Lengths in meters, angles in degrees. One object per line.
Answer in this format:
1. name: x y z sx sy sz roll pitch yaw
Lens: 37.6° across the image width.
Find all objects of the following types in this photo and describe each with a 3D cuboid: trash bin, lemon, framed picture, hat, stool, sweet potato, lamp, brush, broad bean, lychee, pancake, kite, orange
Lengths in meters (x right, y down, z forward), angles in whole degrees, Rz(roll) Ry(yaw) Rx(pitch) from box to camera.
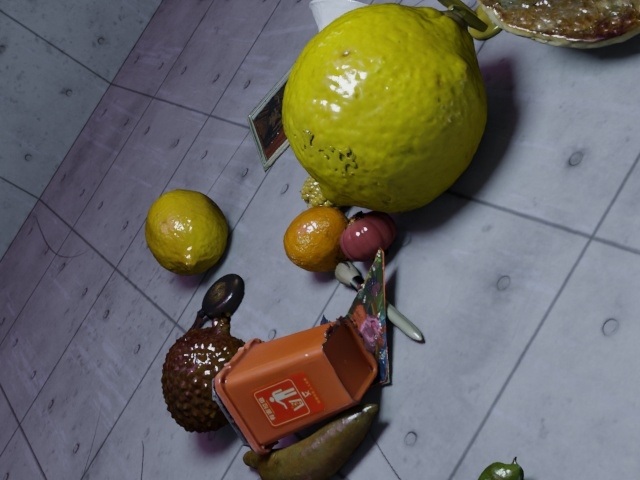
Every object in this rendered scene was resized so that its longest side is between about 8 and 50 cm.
1. trash bin: -0.034 0.223 1.544 0.238 0.161 0.184 -25 11 29
2. lemon: 0.115 -0.233 1.616 0.387 0.349 0.350 -58 31 7
3. framed picture: -0.093 -0.310 2.278 0.216 0.016 0.273 -46 33 17
4. hat: 0.061 -0.444 2.059 0.203 0.203 0.126 17 96 58
5. stool: 0.294 -0.453 1.776 0.135 0.110 0.134 -7 56 51
6. sweet potato: -0.032 0.357 1.543 0.346 0.079 0.108 -29 18 42
7. lamp: 0.086 -0.007 1.682 0.107 0.092 0.107 -32 5 3
8. brush: 0.098 0.101 1.623 0.042 0.039 0.299 -55 32 2
9. lemon: -0.309 -0.021 2.156 0.188 0.188 0.257 -46 38 17
10. broad bean: 0.176 0.369 1.260 0.256 0.053 0.052 -43 72 23
11. lychee: -0.205 0.248 1.769 0.200 0.200 0.238 28 101 59
12. pancake: 0.427 -0.439 1.523 0.356 0.065 0.356 -12 53 17
13. kite: 0.057 0.175 1.599 0.321 0.016 0.234 -63 34 10
14. orange: 0.001 -0.001 1.765 0.117 0.135 0.136 33 91 21

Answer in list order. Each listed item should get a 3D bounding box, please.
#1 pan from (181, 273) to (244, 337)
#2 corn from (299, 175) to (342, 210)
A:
1. pan: -0.246 0.149 2.055 0.212 0.040 0.115 -42 29 23
2. corn: 0.076 -0.168 1.846 0.292 0.101 0.101 -48 32 7
